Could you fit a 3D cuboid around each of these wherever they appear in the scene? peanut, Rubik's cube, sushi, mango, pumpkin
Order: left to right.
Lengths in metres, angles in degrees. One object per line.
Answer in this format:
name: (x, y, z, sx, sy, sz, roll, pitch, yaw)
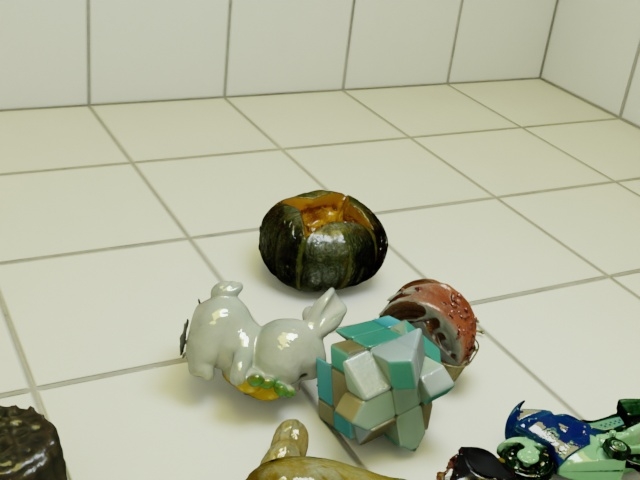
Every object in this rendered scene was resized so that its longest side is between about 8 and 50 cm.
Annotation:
peanut: (-0.062, 0.379, 1.600, 0.080, 0.080, 0.174, 11, 30, 7)
pumpkin: (0.000, 0.000, 2.216, 0.320, 0.192, 0.320, 5, 30, -3)
mango: (0.022, 0.435, 1.445, 0.329, 0.175, 0.176, 18, 47, -18)
Rubik's cube: (0.130, 0.273, 1.709, 0.265, 0.224, 0.213, -13, 18, -30)
sushi: (0.264, 0.427, 1.509, 0.153, 0.150, 0.172, 23, 32, 27)

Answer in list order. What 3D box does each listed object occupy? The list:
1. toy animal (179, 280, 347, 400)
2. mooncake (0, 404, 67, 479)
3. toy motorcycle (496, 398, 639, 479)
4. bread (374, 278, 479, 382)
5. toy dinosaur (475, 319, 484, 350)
toy animal: (-0.110, 0.202, 1.800, 0.310, 0.183, 0.247, 6, 61, 4)
mooncake: (-0.530, 0.364, 1.474, 0.228, 0.124, 0.228, 4, 28, -2)
toy motorcycle: (0.477, 0.377, 1.698, 0.331, 0.125, 0.196, -3, 30, -11)
bread: (0.223, 0.186, 1.897, 0.224, 0.212, 0.142, 19, 34, 23)
toy dinosaur: (0.338, 0.190, 2.101, 0.058, 0.037, 0.180, 2, 28, -20)
